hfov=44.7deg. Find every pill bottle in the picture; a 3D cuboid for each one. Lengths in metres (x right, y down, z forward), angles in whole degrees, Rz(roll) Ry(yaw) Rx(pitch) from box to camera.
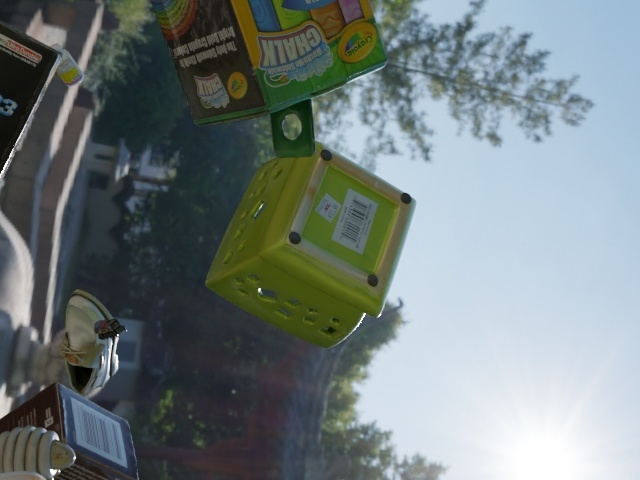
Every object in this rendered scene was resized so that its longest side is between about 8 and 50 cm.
[{"bbox_3d":[-0.516,-0.354,1.567,0.083,0.043,0.043,62,18,-45],"label":"pill bottle"}]

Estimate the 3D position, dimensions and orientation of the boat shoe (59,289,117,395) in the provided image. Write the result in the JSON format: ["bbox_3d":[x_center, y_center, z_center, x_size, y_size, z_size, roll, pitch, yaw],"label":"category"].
[{"bbox_3d":[-0.534,0.244,1.780,0.103,0.113,0.302,-52,155,-41],"label":"boat shoe"}]

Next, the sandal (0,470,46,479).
[{"bbox_3d":[-0.341,0.276,0.829,0.265,0.102,0.076,16,-101,38],"label":"sandal"}]

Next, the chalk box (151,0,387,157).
[{"bbox_3d":[-0.059,-0.237,0.881,0.180,0.179,0.288,6,-60,55],"label":"chalk box"}]

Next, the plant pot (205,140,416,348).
[{"bbox_3d":[0.000,0.000,1.127,0.207,0.227,0.228,-32,-147,59],"label":"plant pot"}]

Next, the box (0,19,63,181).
[{"bbox_3d":[-0.636,-0.258,1.312,0.293,0.296,0.073,-60,-164,7],"label":"box"}]

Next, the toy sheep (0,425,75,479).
[{"bbox_3d":[-0.398,0.293,1.049,0.091,0.132,0.091,178,-90,-83],"label":"toy sheep"}]

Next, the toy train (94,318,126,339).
[{"bbox_3d":[-0.394,0.163,1.440,0.027,0.036,0.158,-39,-170,-27],"label":"toy train"}]

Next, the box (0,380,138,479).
[{"bbox_3d":[-0.524,0.422,1.330,0.381,0.191,0.143,-34,-135,7],"label":"box"}]
